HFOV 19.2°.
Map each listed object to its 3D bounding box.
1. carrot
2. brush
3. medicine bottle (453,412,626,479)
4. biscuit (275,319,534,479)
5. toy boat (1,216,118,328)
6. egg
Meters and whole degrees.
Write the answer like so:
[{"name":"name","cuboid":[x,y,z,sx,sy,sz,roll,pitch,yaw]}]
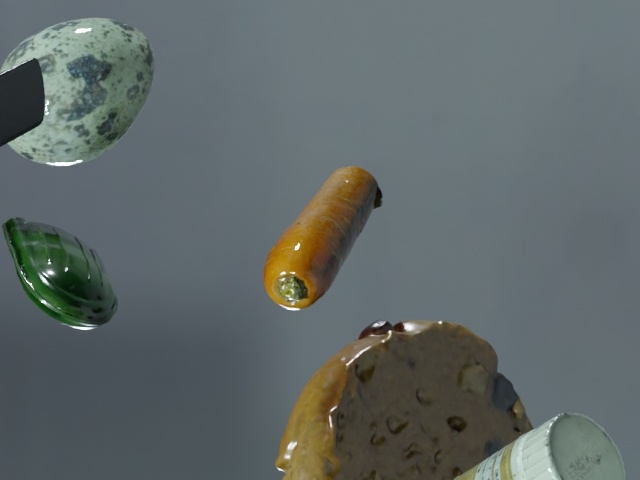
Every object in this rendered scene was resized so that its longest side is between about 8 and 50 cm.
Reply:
[{"name":"carrot","cuboid":[0.000,0.000,1.764,0.225,0.067,0.067,-54,-28,-58]},{"name":"brush","cuboid":[-0.287,-0.090,1.512,0.193,0.016,0.063,-37,-47,-49]},{"name":"medicine bottle","cuboid":[0.082,0.108,0.783,0.083,0.047,0.047,-40,38,40]},{"name":"biscuit","cuboid":[0.074,0.205,1.418,0.075,0.296,0.296,-14,70,44]},{"name":"toy boat","cuboid":[-0.234,0.028,1.703,0.052,0.104,0.210,-59,21,8]},{"name":"egg","cuboid":[-0.236,-0.147,1.822,0.132,0.172,0.132,46,162,20]}]
